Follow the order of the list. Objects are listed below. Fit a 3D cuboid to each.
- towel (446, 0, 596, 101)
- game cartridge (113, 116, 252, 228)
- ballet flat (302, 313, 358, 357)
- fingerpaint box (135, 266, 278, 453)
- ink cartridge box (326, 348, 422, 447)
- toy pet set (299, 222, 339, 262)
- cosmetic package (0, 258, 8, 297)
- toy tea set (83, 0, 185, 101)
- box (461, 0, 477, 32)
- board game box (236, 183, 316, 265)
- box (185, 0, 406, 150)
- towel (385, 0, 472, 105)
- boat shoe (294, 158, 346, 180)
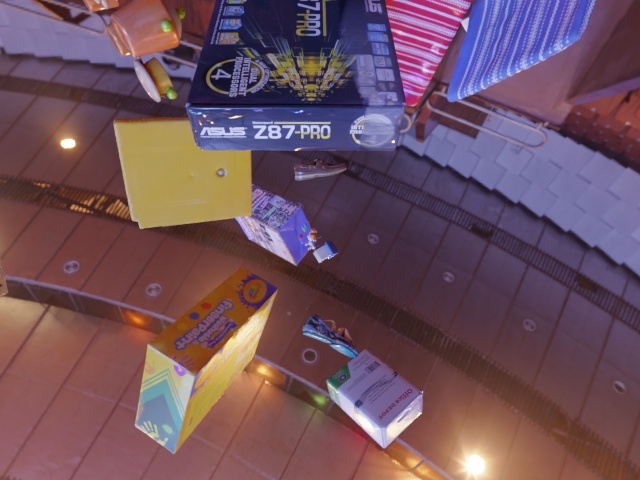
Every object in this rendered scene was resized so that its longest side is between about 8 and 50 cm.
[{"bbox_3d":[0.364,-0.414,0.752,0.040,0.336,0.244,20,-93,-16],"label":"towel"},{"bbox_3d":[-0.343,-0.181,1.064,0.323,0.286,0.053,-7,-148,-21],"label":"game cartridge"},{"bbox_3d":[0.038,0.245,1.045,0.188,0.070,0.070,36,-142,-32],"label":"ballet flat"},{"bbox_3d":[-0.347,0.350,1.267,0.163,0.371,0.445,29,-148,10],"label":"fingerpaint box"},{"bbox_3d":[0.142,0.407,1.059,0.153,0.087,0.208,-29,-145,-28],"label":"ink cartridge box"},{"bbox_3d":[0.000,0.000,1.169,0.065,0.122,0.114,-31,-97,-16],"label":"toy pet set"},{"bbox_3d":[-0.822,0.062,0.795,0.295,0.153,0.129,1,-159,-1],"label":"cosmetic package"},{"bbox_3d":[-0.365,-0.452,0.791,0.124,0.200,0.336,-34,-98,-17],"label":"toy tea set"},{"bbox_3d":[0.459,-0.542,1.031,0.203,0.114,0.103,34,-118,-37],"label":"box"},{"bbox_3d":[-0.191,-0.068,1.622,0.290,0.232,0.141,26,-115,33],"label":"board game box"},{"bbox_3d":[-0.036,-0.321,0.706,0.317,0.097,0.395,2,-125,-2],"label":"box"},{"bbox_3d":[0.183,-0.437,0.892,0.198,0.275,0.031,14,-130,-9],"label":"towel"},{"bbox_3d":[0.000,-0.238,1.319,0.177,0.060,0.064,-11,-168,-11],"label":"boat shoe"}]
